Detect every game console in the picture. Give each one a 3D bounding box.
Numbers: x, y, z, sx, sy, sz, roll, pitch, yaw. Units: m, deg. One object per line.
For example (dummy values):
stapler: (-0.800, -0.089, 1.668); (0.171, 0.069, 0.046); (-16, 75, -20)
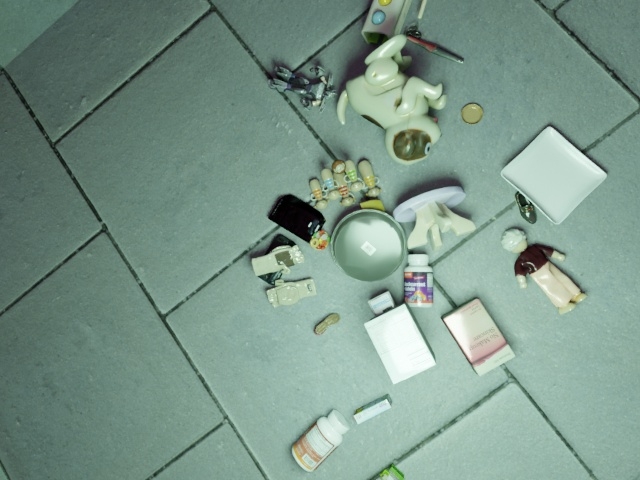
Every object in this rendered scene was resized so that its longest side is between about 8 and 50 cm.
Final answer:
game console: (-0.151, 0.003, 1.786); (0.213, 0.044, 0.361); (32, 90, 14)

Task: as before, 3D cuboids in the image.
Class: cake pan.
cake pan: (0.182, 0.028, 1.667); (0.292, 0.054, 0.294); (2, 104, 6)

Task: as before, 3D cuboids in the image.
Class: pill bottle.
pill bottle: (0.005, 0.746, 1.639); (0.121, 0.121, 0.216); (44, 93, 12)
pill bottle: (0.367, 0.151, 1.640); (0.108, 0.108, 0.194); (-1, 84, 10)

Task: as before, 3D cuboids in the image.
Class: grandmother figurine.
grandmother figurine: (0.785, 0.100, 1.580); (0.207, 0.104, 0.342); (-31, 75, -22)

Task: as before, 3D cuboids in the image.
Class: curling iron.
curling iron: (0.456, -0.784, 1.757); (0.274, 0.035, 0.068); (36, 92, 12)

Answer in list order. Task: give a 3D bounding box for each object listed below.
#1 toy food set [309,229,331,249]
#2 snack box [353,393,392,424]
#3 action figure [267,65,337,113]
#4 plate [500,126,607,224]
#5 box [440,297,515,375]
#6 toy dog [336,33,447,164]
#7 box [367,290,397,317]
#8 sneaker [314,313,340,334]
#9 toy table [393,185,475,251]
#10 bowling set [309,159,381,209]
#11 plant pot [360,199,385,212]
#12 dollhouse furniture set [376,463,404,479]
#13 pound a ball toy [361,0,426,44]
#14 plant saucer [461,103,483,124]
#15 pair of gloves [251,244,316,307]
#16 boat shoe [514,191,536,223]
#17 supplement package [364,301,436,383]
toy food set: (0.000, 0.000, 1.746); (0.083, 0.020, 0.083); (30, 91, -30)
snack box: (0.196, 0.625, 1.626); (0.141, 0.100, 0.037); (-29, 79, 7)
action figure: (-0.065, -0.633, 1.809); (0.284, 0.099, 0.186); (18, 83, 9)
plate: (0.847, -0.237, 1.607); (0.278, 0.045, 0.277); (-42, 80, -7)
box: (0.561, 0.342, 1.575); (0.148, 0.127, 0.232); (-32, 79, 5)
toy dog: (0.286, -0.481, 1.637); (0.395, 0.284, 0.408); (-29, 82, 7)
box: (0.281, 0.333, 1.607); (0.087, 0.169, 0.290); (-28, 81, 6)
sneaker: (0.023, 0.332, 1.724); (0.118, 0.067, 0.042); (-29, 76, -24)
toy table: (0.421, -0.076, 1.598); (0.274, 0.252, 0.161); (-20, 67, 8)
bowling set: (0.079, -0.214, 1.692); (0.286, 0.200, 0.154); (-20, 82, 12)
plant pot: (0.208, -0.117, 1.715); (0.083, 0.081, 0.081); (-22, 81, 1)
dollhouse furniture set: (0.236, 0.899, 1.603); (0.058, 0.076, 0.152); (41, 92, 12)
pound a ball toy: (0.312, -0.944, 1.728); (0.208, 0.135, 0.319); (20, 89, 26)
plant saucer: (0.593, -0.492, 1.712); (0.083, 0.015, 0.084); (-1, 83, 10)
pair of gloves: (-0.143, 0.140, 1.738); (0.204, 0.042, 0.240); (-22, 104, 3)
boat shoe: (0.767, -0.123, 1.630); (0.048, 0.042, 0.133); (-23, 82, 5)
supplement package: (0.262, 0.325, 1.428); (0.149, 0.194, 0.203); (-28, 79, 9)
